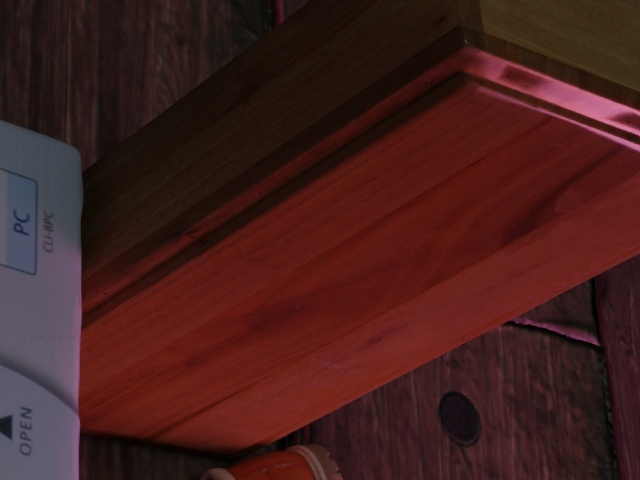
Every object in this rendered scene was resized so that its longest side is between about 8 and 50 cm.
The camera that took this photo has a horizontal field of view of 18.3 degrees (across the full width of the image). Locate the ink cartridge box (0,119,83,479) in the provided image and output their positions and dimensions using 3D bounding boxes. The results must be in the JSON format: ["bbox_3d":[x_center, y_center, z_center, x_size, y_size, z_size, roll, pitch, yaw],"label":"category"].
[{"bbox_3d":[-0.272,0.054,0.778,0.385,0.091,0.308,20,55,-36],"label":"ink cartridge box"}]

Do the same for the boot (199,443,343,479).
[{"bbox_3d":[-0.017,0.191,1.098,0.084,0.059,0.158,-1,59,-40],"label":"boot"}]

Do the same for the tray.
[{"bbox_3d":[0.000,0.000,0.956,0.203,0.411,0.076,16,56,-37],"label":"tray"}]
